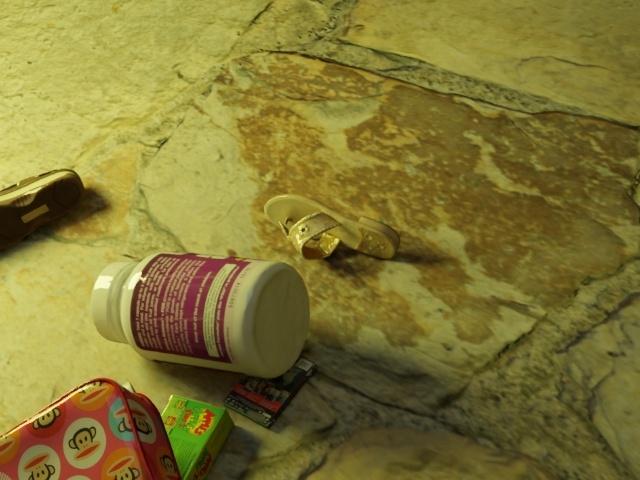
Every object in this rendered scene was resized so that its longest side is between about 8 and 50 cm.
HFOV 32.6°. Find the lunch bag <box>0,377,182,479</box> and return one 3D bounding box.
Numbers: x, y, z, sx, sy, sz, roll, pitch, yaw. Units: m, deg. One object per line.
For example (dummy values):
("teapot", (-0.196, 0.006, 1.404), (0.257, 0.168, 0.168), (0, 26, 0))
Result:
("lunch bag", (-0.320, 0.346, 1.408), (0.293, 0.120, 0.258), (-30, 60, 8))

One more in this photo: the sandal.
("sandal", (-0.001, -0.005, 1.692), (0.240, 0.088, 0.079), (14, 49, 24))

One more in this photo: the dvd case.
("dvd case", (-0.072, 0.207, 1.572), (0.087, 0.013, 0.119), (21, 59, 33))

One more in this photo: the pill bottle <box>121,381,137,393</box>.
("pill bottle", (-0.316, 0.253, 1.578), (0.116, 0.065, 0.065), (-30, 46, -9))

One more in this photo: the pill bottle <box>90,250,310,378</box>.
("pill bottle", (-0.181, 0.101, 1.592), (0.301, 0.169, 0.169), (5, 50, 30))

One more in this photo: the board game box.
("board game box", (-0.202, 0.306, 1.504), (0.092, 0.043, 0.181), (10, 53, 26))

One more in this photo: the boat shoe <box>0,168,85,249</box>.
("boat shoe", (-0.543, -0.055, 1.941), (0.257, 0.095, 0.095), (-21, 31, -9))
